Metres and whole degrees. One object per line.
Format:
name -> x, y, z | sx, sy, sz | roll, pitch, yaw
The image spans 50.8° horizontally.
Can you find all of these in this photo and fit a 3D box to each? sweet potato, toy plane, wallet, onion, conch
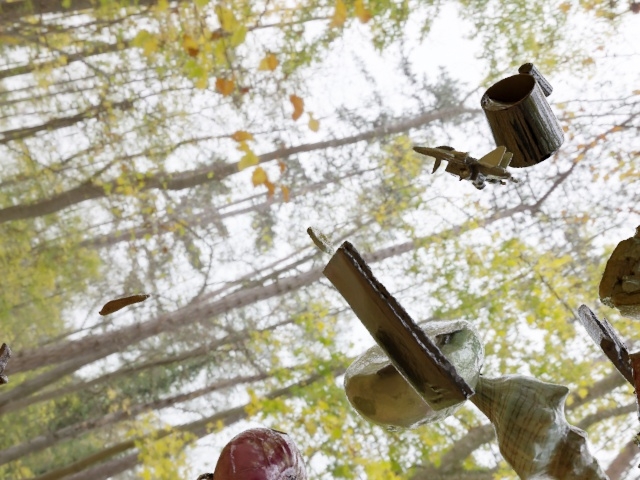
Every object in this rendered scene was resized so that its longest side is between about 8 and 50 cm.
sweet potato -> -0.373, 0.118, 1.266 | 0.026, 0.115, 0.026 | -19, 90, -74
toy plane -> 0.295, -0.159, 1.437 | 0.262, 0.192, 0.088 | 11, -98, 42
wallet -> 0.609, 0.232, 1.379 | 0.182, 0.049, 0.229 | 51, 14, -2
onion -> -0.110, 0.463, 1.322 | 0.207, 0.200, 0.200 | 47, -25, -9
wallet -> 0.090, 0.116, 0.870 | 0.244, 0.025, 0.124 | 50, -21, 9
conch -> 0.426, 0.370, 1.362 | 0.386, 0.203, 0.169 | 41, -9, 9

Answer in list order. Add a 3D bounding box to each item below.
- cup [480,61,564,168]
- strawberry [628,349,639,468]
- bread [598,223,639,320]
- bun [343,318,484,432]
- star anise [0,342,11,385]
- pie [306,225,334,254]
cup -> 0.497, -0.323, 1.690 | 0.166, 0.239, 0.177 | -18, -54, 28
strawberry -> 0.522, 0.186, 0.726 | 0.292, 0.343, 0.292 | 61, 10, -19
bread -> 0.746, 0.072, 1.502 | 0.186, 0.257, 0.124 | 45, -3, 39
bun -> 0.190, 0.276, 1.290 | 0.179, 0.283, 0.283 | 65, -26, -2
star anise -> -0.562, 0.234, 1.120 | 0.141, 0.141, 0.042 | 45, -3, 41
pie -> 0.000, 0.000, 1.537 | 0.020, 0.084, 0.084 | -45, -121, 14
